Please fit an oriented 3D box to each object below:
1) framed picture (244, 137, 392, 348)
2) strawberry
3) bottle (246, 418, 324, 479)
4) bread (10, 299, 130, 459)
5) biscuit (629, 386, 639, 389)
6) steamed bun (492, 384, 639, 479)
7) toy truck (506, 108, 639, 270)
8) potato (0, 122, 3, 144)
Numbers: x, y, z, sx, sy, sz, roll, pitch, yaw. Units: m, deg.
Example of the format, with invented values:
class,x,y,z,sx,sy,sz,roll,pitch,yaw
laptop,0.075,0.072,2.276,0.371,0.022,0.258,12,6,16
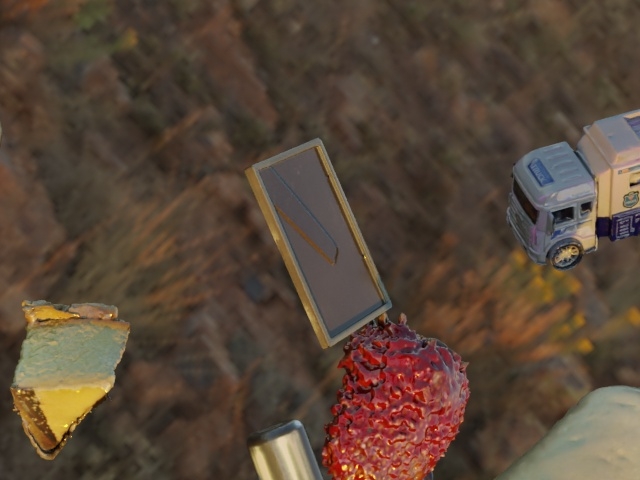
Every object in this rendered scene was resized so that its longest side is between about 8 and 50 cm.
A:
class,x,y,z,sx,sy,sz,roll,pitch,yaw
framed picture,0.000,0.000,1.755,0.150,0.015,0.203,-29,96,-58
strawberry,0.129,0.264,2.451,0.233,0.137,0.306,34,53,-30
bottle,-0.016,0.348,2.073,0.096,0.079,0.254,-22,92,-77
bread,-0.283,0.158,1.894,0.127,0.152,0.147,3,40,1
biscuit,0.398,0.228,1.854,0.239,0.212,0.041,-132,-159,-63
steamed bun,0.295,0.305,1.520,0.272,0.273,0.290,45,7,30
toy truck,0.372,-0.078,2.110,0.124,0.268,0.155,-117,-165,-46
potato,-0.556,-0.074,2.073,0.218,0.351,0.202,35,-22,54
